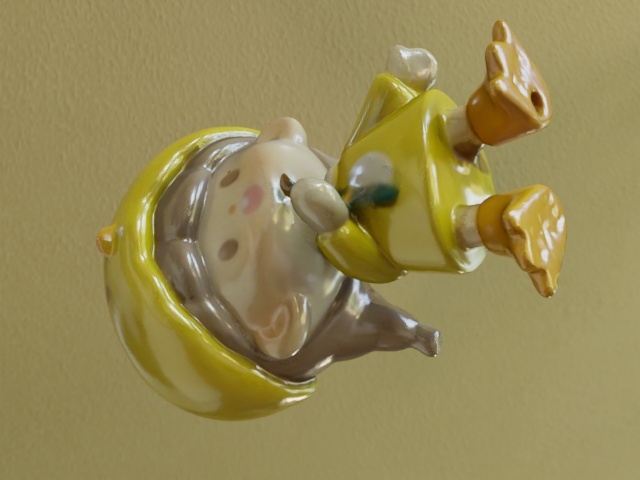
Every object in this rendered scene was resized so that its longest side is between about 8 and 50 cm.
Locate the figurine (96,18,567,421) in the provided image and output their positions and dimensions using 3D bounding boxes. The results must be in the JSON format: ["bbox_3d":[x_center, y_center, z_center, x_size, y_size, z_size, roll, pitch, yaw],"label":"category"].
[{"bbox_3d":[0.000,0.000,0.799,0.344,0.215,0.187,-19,-41,39],"label":"figurine"}]
